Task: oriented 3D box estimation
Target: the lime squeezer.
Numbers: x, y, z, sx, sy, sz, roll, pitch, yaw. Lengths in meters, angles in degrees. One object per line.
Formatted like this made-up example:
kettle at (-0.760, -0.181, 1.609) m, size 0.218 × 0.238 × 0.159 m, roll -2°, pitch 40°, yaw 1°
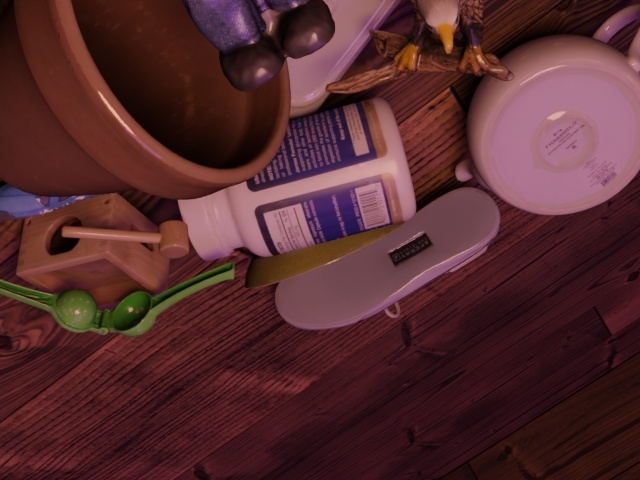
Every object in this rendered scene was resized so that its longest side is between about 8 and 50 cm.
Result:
lime squeezer at (-0.253, 0.069, 0.894) m, size 0.310 × 0.059 × 0.110 m, roll 2°, pitch 152°, yaw -5°

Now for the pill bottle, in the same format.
pill bottle at (-0.029, -0.067, 0.950) m, size 0.264 × 0.153 × 0.153 m, roll -14°, pitch 145°, yaw 3°

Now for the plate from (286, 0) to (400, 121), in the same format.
plate at (-0.034, -0.248, 0.836) m, size 0.278 × 0.045 × 0.277 m, roll 12°, pitch 129°, yaw -44°

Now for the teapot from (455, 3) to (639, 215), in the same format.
teapot at (0.313, -0.174, 1.061) m, size 0.255 × 0.187 × 0.253 m, roll -4°, pitch 121°, yaw 6°

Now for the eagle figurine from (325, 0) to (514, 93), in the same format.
eagle figurine at (0.097, -0.260, 0.691) m, size 0.226 × 0.225 × 0.298 m, roll -33°, pitch 140°, yaw -10°

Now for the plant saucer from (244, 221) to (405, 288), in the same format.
plant saucer at (0.000, 0.000, 1.086) m, size 0.240 × 0.037 × 0.241 m, roll -22°, pitch -173°, yaw 3°

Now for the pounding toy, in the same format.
pounding toy at (-0.240, -0.007, 0.913) m, size 0.206 × 0.094 × 0.181 m, roll -13°, pitch 149°, yaw 18°

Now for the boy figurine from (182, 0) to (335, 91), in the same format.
boy figurine at (-0.086, -0.249, 0.541) m, size 0.177 × 0.092 × 0.285 m, roll -28°, pitch 132°, yaw 4°

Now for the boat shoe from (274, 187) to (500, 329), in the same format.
boat shoe at (0.110, 0.041, 1.242) m, size 0.367 × 0.136 × 0.156 m, roll -29°, pitch 160°, yaw 6°

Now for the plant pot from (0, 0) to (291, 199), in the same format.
plant pot at (-0.192, -0.144, 0.701) m, size 0.229 × 0.263 × 0.263 m, roll -17°, pitch 155°, yaw 34°

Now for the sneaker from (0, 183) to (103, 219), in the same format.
sneaker at (-0.276, -0.083, 0.873) m, size 0.209 × 0.069 × 0.082 m, roll -17°, pitch 115°, yaw -4°
